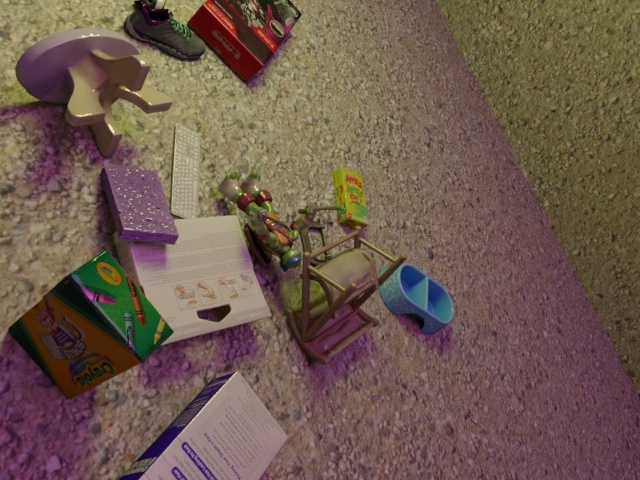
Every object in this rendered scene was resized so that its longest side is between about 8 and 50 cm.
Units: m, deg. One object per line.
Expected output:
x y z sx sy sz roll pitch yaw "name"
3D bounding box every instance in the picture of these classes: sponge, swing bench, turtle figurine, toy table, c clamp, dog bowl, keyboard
-0.379 -0.079 1.168 0.117 0.031 0.210 5 41 -38 "sponge"
0.057 0.135 1.426 0.165 0.255 0.253 33 33 24 "swing bench"
-0.102 -0.083 1.357 0.197 0.275 0.266 -33 71 -28 "turtle figurine"
-0.452 -0.314 1.158 0.161 0.252 0.274 47 48 10 "toy table"
0.000 0.000 1.581 0.137 0.022 0.161 15 58 -40 "c clamp"
0.308 0.177 1.754 0.297 0.074 0.166 33 48 -27 "dog bowl"
-0.324 -0.166 1.352 0.072 0.014 0.256 18 56 -38 "keyboard"

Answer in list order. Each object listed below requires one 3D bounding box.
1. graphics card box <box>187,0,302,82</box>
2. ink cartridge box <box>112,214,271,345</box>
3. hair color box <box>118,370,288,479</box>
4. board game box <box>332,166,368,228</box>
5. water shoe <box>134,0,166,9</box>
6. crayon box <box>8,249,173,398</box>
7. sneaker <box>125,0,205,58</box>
-0.215 -0.669 1.690 0.233 0.094 0.371 43 43 -19 "graphics card box"
-0.273 0.081 1.223 0.296 0.066 0.261 -7 73 -47 "ink cartridge box"
-0.226 0.429 1.044 0.185 0.110 0.339 55 39 -8 "hair color box"
0.093 -0.130 1.733 0.092 0.043 0.181 16 57 -39 "board game box"
-0.451 -0.694 1.478 0.080 0.073 0.203 12 60 -39 "water shoe"
-0.381 0.147 0.913 0.165 0.278 0.081 53 40 -9 "crayon box"
-0.380 -0.540 1.443 0.223 0.098 0.083 4 66 -44 "sneaker"
